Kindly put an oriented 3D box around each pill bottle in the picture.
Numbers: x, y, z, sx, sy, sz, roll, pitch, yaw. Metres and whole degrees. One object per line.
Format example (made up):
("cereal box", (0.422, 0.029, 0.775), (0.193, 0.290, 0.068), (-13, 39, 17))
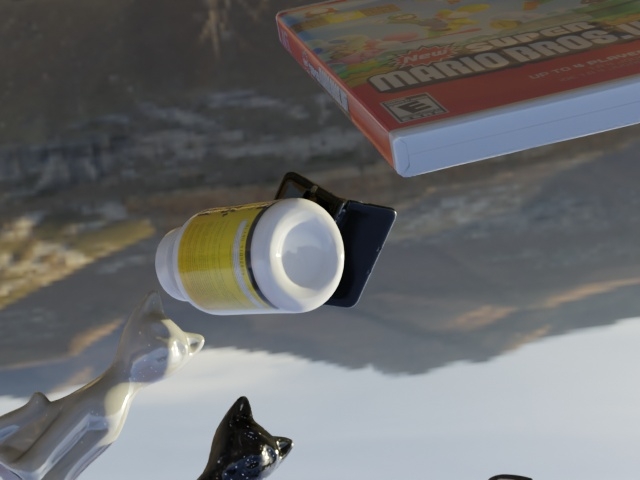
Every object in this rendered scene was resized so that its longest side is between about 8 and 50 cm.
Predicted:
("pill bottle", (-0.072, 0.017, 1.289), (0.103, 0.103, 0.184), (-7, -179, -41))

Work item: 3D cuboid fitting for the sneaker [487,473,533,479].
("sneaker", (0.236, 0.305, 1.338), (0.224, 0.098, 0.083), (22, 152, 33))

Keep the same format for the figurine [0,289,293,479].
("figurine", (-0.148, 0.178, 1.201), (0.209, 0.215, 0.092), (-45, -161, -25))

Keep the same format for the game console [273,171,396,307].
("game console", (0.000, 0.000, 1.437), (0.107, 0.122, 0.071), (31, -159, 20))

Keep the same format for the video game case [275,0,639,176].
("video game case", (0.100, -0.109, 0.771), (0.204, 0.025, 0.285), (-14, -158, -8))
